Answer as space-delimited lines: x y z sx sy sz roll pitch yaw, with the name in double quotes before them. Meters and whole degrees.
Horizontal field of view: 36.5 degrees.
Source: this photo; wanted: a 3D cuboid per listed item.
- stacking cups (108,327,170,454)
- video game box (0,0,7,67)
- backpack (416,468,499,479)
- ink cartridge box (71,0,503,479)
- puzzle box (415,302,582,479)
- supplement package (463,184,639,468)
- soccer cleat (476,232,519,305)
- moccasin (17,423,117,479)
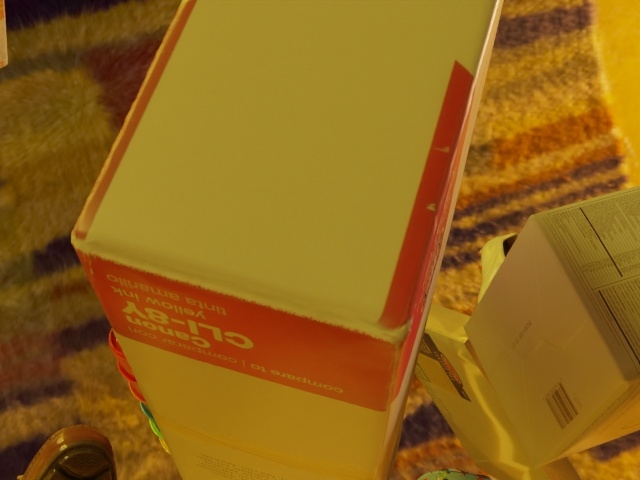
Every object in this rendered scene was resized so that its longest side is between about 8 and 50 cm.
"stacking cups" -0.205 0.190 1.246 0.096 0.316 0.096 -4 60 7
"video game box" -0.381 -0.176 0.889 0.187 0.205 0.048 -34 89 -20
"backpack" 0.181 0.388 1.306 0.158 0.117 0.173 17 135 -6
"ink cartridge box" 0.000 0.000 0.633 0.160 0.385 0.279 13 62 8
"puzzle box" 0.266 0.268 1.598 0.052 0.272 0.409 -41 114 -16
"supplement package" 0.261 0.064 0.805 0.203 0.194 0.149 -15 63 -18
"soccer cleat" 0.286 0.074 1.522 0.068 0.076 0.196 25 51 -28
"moccasin" -0.352 0.372 1.304 0.139 0.147 0.380 2 131 -18
